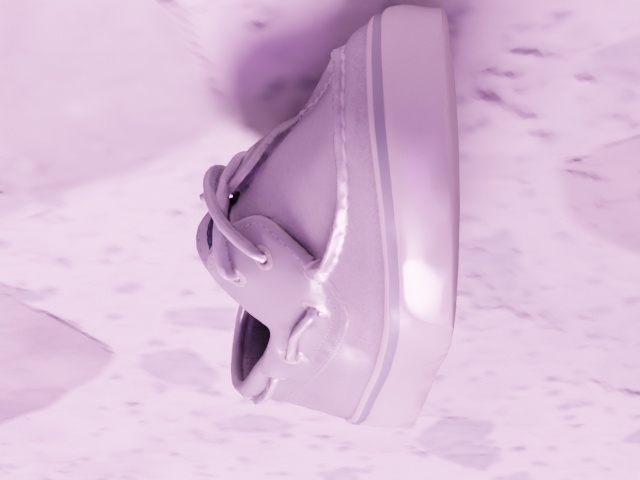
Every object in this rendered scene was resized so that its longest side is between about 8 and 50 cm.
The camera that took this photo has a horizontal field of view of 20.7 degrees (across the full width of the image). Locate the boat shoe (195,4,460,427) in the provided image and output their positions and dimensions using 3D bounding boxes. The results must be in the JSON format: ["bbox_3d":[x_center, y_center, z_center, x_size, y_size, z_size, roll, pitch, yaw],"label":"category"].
[{"bbox_3d":[0.000,0.000,0.442,0.063,0.066,0.184,1,161,-2],"label":"boat shoe"}]
